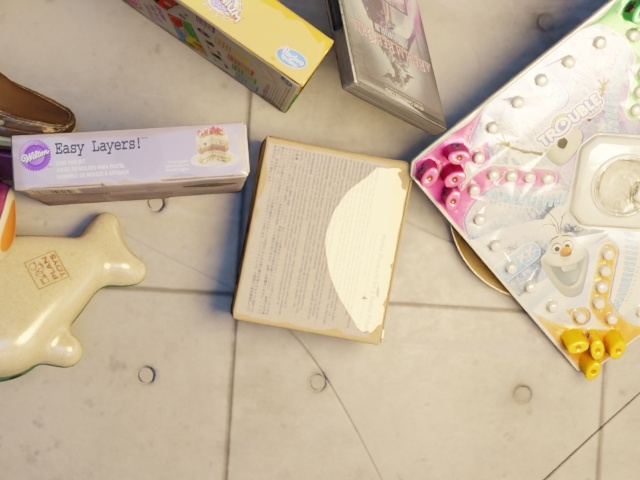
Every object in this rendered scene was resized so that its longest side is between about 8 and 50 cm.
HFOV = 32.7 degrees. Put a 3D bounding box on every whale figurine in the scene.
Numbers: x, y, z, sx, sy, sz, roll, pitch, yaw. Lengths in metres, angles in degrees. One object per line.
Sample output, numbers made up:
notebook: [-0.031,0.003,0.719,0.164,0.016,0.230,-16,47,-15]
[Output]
whale figurine: [-0.355,0.067,1.341,0.272,0.141,0.216,-28,77,-28]

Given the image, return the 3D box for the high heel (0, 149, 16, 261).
high heel: [-0.416,-0.055,1.278,0.117,0.244,0.082,2,129,-11]

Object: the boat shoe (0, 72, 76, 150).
boat shoe: [-0.419,-0.181,1.313,0.258,0.095,0.095,12,127,-15]

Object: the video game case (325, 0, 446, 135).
video game case: [0.067,-0.275,1.310,0.026,0.196,0.274,-24,65,31]

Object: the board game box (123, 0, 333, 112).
board game box: [-0.144,-0.280,1.292,0.316,0.242,0.064,35,86,-6]

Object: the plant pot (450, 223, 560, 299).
plant pot: [0.283,-0.040,1.443,0.236,0.032,0.236,0,91,-6]

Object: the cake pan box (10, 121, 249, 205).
cake pan box: [-0.220,-0.085,1.284,0.267,0.246,0.070,-5,87,-5]

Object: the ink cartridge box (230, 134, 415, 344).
ink cartridge box: [0.000,0.000,1.384,0.193,0.088,0.234,11,88,-7]

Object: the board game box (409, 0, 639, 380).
board game box: [0.377,-0.067,1.350,0.390,0.050,0.390,-39,108,12]
